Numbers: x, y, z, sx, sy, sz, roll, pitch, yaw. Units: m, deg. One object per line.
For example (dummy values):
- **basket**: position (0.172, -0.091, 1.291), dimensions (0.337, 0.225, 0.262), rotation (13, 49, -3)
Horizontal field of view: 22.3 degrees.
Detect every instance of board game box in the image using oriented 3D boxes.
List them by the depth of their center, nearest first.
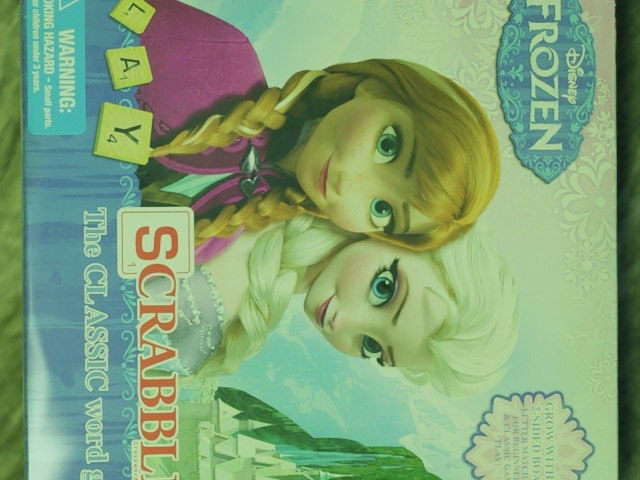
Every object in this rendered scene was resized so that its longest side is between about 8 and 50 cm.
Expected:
- **board game box**: position (0.000, 0.000, 0.868), dimensions (0.318, 0.066, 0.319), rotation (-1, 91, -9)
